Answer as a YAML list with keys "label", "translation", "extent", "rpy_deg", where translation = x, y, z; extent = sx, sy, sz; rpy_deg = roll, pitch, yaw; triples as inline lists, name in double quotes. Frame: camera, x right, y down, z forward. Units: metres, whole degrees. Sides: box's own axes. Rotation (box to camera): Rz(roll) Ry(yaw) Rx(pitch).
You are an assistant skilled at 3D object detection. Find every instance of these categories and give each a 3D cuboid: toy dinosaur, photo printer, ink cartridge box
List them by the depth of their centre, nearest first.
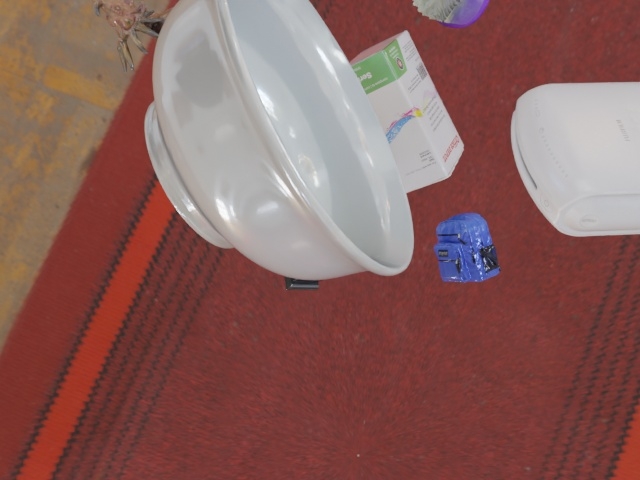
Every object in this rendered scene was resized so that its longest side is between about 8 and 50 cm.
- label: "photo printer"
  translation: [0.439, -0.124, 1.348]
  extent: [0.307, 0.107, 0.256]
  rpy_deg: [-2, 50, -7]
- label: "toy dinosaur"
  translation: [-0.220, -0.325, 1.497]
  extent: [0.295, 0.200, 0.127]
  rpy_deg: [15, 106, 25]
- label: "ink cartridge box"
  translation: [0.166, -0.257, 1.850]
  extent: [0.117, 0.201, 0.278]
  rpy_deg: [-22, 104, 26]

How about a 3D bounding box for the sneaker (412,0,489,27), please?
- label: "sneaker"
  translation: [0.172, -0.293, 0.920]
  extent: [0.146, 0.102, 0.293]
  rpy_deg: [22, 40, -15]

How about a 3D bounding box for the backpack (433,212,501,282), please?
- label: "backpack"
  translation: [0.260, 0.013, 1.665]
  extent: [0.101, 0.098, 0.120]
  rpy_deg: [-18, 100, -39]

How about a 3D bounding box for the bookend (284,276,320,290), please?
- label: "bookend"
  translation: [0.000, 0.000, 1.678]
  extent: [0.072, 0.156, 0.157]
  rpy_deg: [3, 75, -37]

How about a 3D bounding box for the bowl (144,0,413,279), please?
- label: "bowl"
  translation: [-0.049, -0.083, 0.760]
  extent: [0.134, 0.298, 0.298]
  rpy_deg: [-26, 76, 20]
